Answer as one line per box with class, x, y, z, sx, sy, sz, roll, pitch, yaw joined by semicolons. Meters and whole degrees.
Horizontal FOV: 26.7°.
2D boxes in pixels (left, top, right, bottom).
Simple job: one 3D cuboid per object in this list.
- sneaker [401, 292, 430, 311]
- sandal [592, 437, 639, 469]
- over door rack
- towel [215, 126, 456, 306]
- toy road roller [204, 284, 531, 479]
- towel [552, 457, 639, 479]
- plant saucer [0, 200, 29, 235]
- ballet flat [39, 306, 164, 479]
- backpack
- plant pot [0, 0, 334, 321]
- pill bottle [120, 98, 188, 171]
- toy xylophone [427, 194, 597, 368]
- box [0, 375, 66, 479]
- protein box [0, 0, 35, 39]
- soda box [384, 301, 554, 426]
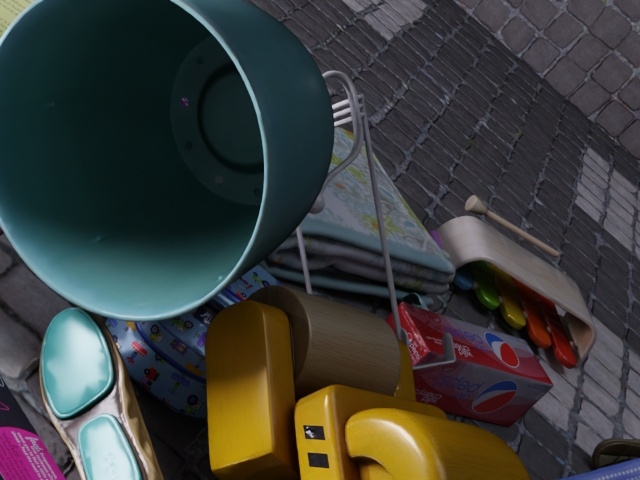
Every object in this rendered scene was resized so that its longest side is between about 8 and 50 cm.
sneaker;0.139;0.122;1.782;0.069;0.038;0.098;43;34;-55
sandal;0.442;0.309;1.902;0.180;0.072;0.049;19;10;-34
over door rack;0.000;0.000;1.444;0.108;0.239;0.324;-22;94;-24
towel;-0.011;-0.061;1.816;0.374;0.090;0.320;17;30;-45
toy road roller;0.050;0.184;1.187;0.202;0.240;0.330;18;55;-43
towel;0.419;0.400;1.596;0.243;0.040;0.336;-9;48;-27
plant saucer;-0.409;-0.121;1.238;0.332;0.084;0.332;33;34;-26
ballet flat;-0.189;0.161;1.175;0.073;0.080;0.232;58;6;-50
backpack;-0.126;0.085;1.331;0.158;0.117;0.173;39;26;-2
plant pot;-0.121;-0.096;1.229;0.293;0.293;0.235;46;27;11
pill bottle;-0.202;-0.121;1.509;0.169;0.169;0.301;41;22;0
toy xylophone;0.303;0.058;2.095;0.322;0.081;0.236;35;24;-15
box;-0.278;0.181;0.884;0.247;0.142;0.163;51;26;24
protein box;-0.353;-0.238;1.436;0.200;0.201;0.136;33;23;-18
soda box;0.174;0.160;1.696;0.263;0.092;0.083;18;33;-44
